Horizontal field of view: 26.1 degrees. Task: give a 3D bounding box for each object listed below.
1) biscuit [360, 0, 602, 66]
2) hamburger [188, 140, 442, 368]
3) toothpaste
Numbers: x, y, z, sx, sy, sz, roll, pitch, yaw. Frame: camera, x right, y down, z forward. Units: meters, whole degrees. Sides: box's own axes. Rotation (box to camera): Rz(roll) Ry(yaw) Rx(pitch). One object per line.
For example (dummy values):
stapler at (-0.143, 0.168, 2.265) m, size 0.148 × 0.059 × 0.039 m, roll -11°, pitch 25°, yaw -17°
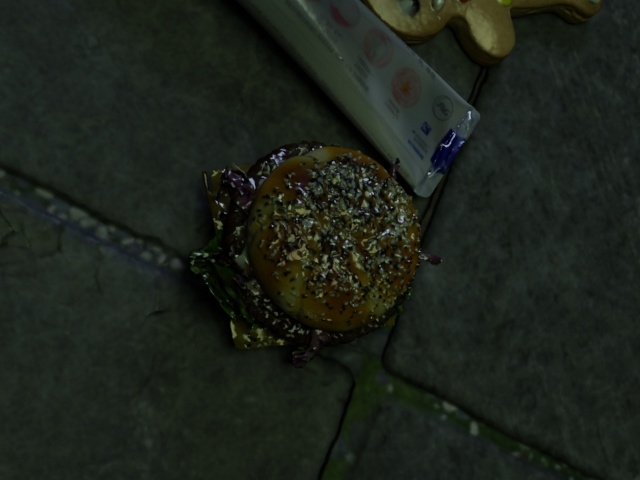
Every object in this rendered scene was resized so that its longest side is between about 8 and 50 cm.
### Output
biscuit at (0.136, -0.229, 1.166) m, size 0.240 × 0.035 × 0.158 m, roll -23°, pitch 87°, yaw -27°
hamburger at (-0.003, 0.003, 1.022) m, size 0.189 × 0.093 × 0.164 m, roll -21°, pitch 89°, yaw -25°
toothpaste at (-0.003, -0.173, 1.077) m, size 0.323 × 0.066 × 0.100 m, roll 43°, pitch 61°, yaw -16°
